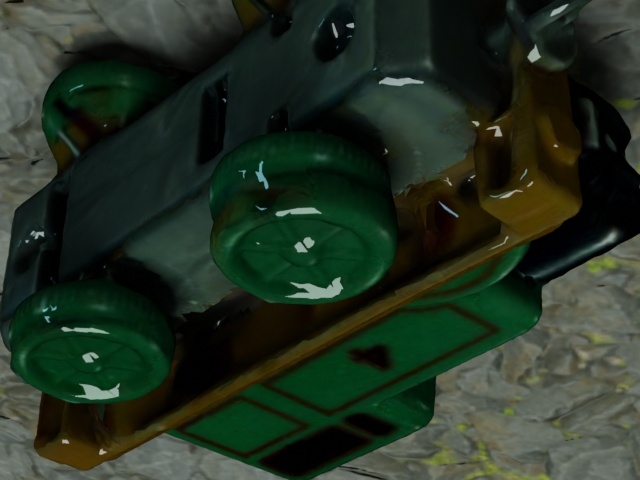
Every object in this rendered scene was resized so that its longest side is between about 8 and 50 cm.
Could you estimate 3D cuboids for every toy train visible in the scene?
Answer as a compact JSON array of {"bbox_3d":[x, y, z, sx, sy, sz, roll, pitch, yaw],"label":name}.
[{"bbox_3d":[0.000,0.000,0.760,0.249,0.178,0.429,29,136,-34],"label":"toy train"}]
